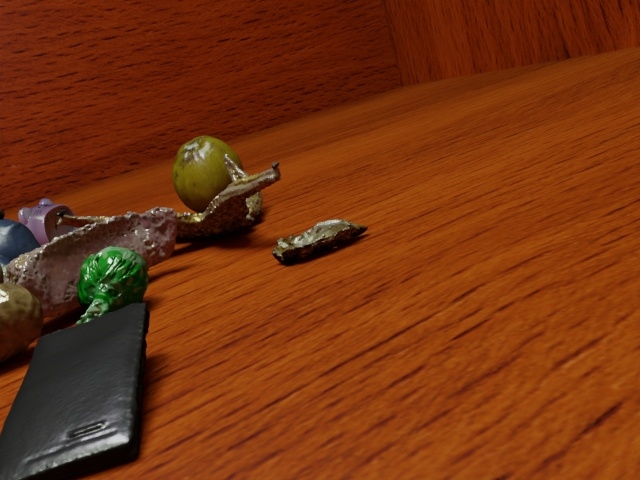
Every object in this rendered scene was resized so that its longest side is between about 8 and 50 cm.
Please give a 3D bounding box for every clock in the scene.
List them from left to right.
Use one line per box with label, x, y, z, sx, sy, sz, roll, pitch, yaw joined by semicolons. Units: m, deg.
clock;-0.591;-0.035;1.617;0.050;0.110;0.153;-14;14;12

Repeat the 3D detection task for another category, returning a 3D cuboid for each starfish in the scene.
starfish;-0.216;-0.065;1.270;0.383;0.132;0.398;-8;10;8

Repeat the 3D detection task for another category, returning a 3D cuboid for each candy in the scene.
candy;-0.266;0.095;0.858;0.097;0.097;0.323;-14;22;4

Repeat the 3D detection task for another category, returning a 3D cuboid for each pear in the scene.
pear;-0.231;-0.132;1.525;0.148;0.162;0.149;-18;24;8

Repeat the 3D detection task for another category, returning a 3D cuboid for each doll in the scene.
doll;-0.587;0.056;1.214;0.258;0.154;0.228;-31;24;-30

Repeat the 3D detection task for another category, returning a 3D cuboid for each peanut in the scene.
peanut;-0.440;0.118;0.874;0.225;0.095;0.108;-18;30;0

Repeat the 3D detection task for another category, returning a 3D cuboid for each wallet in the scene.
wallet;-0.217;0.130;0.659;0.124;0.025;0.244;-19;24;-3

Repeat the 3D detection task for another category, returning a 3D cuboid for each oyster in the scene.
oyster;0.000;0.001;1.007;0.132;0.029;0.086;-10;20;6

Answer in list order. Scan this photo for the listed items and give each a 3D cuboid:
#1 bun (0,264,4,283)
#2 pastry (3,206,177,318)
bun;-0.514;0.083;0.977;0.195;0.118;0.195;-30;-16;-10
pastry;-0.326;0.031;1.053;0.265;0.103;0.112;-25;5;-43
